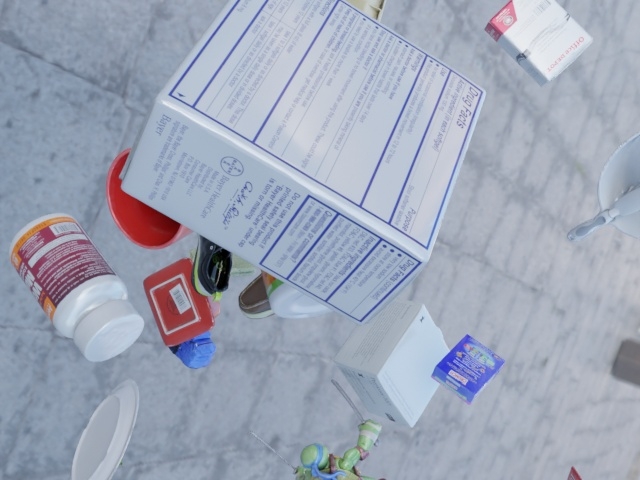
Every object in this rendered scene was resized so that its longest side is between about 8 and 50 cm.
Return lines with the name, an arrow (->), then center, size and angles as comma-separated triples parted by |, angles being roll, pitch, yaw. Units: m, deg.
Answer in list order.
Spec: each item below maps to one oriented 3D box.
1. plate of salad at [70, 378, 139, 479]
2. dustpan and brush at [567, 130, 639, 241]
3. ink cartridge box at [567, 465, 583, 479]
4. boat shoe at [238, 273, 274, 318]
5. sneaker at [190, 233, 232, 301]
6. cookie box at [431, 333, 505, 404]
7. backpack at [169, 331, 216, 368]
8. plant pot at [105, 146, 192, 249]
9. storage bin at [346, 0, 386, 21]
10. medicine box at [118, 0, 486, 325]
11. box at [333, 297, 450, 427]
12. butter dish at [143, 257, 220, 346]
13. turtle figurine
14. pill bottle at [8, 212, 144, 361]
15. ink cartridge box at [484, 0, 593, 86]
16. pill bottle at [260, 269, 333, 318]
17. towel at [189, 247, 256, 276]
plate of salad -> -0.314, 0.303, 1.291 | 0.048, 0.200, 0.200 | 30, 80, -26
dustpan and brush -> 0.408, -0.046, 1.165 | 0.060, 0.147, 0.211 | -32, 174, -26
ink cartridge box -> 0.270, 0.428, 1.063 | 0.296, 0.066, 0.261 | -2, 108, -84
boat shoe -> -0.052, 0.045, 1.627 | 0.257, 0.095, 0.095 | -35, 139, -7
sneaker -> -0.195, 0.002, 1.707 | 0.084, 0.097, 0.234 | 4, 87, -33
cookie box -> 0.274, 0.238, 1.612 | 0.107, 0.092, 0.040 | -37, 151, -35
backpack -> -0.334, 0.270, 2.270 | 0.098, 0.120, 0.101 | -8, 135, -46
plant pot -> -0.389, -0.130, 2.321 | 0.243, 0.275, 0.275 | -21, 127, -56
storage bin -> -0.004, -0.479, 1.964 | 0.123, 0.260, 0.262 | 101, 5, -69
medicine box -> -0.008, -0.106, 0.891 | 0.149, 0.289, 0.263 | -51, -169, 50
box -> 0.149, 0.236, 1.720 | 0.182, 0.119, 0.181 | -52, 130, -26
butter dish -> -0.274, 0.125, 1.846 | 0.118, 0.160, 0.160 | -12, 79, -56
turtle figurine -> 0.051, 0.435, 1.699 | 0.198, 0.275, 0.266 | -45, 116, -10
pill bottle -> -0.371, 0.071, 1.325 | 0.121, 0.221, 0.121 | -34, 155, -18
ink cartridge box -> 0.378, -0.358, 1.512 | 0.109, 0.150, 0.063 | -44, 178, 0
pill bottle -> -0.033, -0.024, 1.250 | 0.136, 0.136, 0.245 | 43, 28, -62
towel -> -0.232, 0.049, 2.043 | 0.148, 0.110, 0.027 | -1, 123, -19
